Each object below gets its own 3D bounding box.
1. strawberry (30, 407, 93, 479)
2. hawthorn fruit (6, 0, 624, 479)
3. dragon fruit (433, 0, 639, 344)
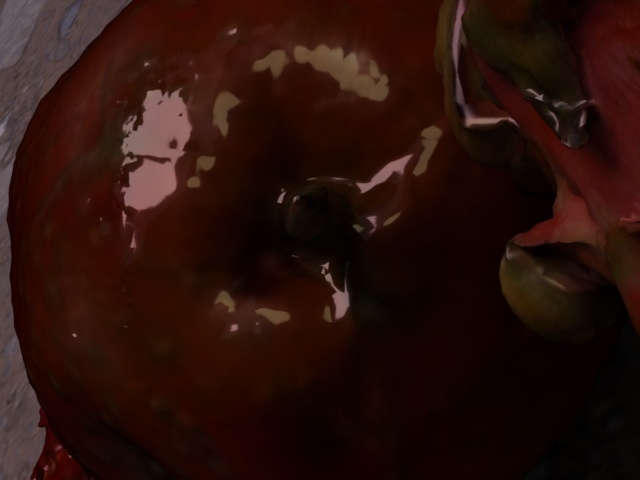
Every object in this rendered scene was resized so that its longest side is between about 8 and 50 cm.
[{"bbox_3d":[-0.076,0.112,0.935,0.190,0.111,0.236,-55,29,-8],"label":"strawberry"},{"bbox_3d":[0.000,0.000,0.761,0.275,0.275,0.299,-56,-3,-4],"label":"hawthorn fruit"},{"bbox_3d":[0.158,-0.071,0.593,0.263,0.314,0.296,-59,29,-1],"label":"dragon fruit"}]
